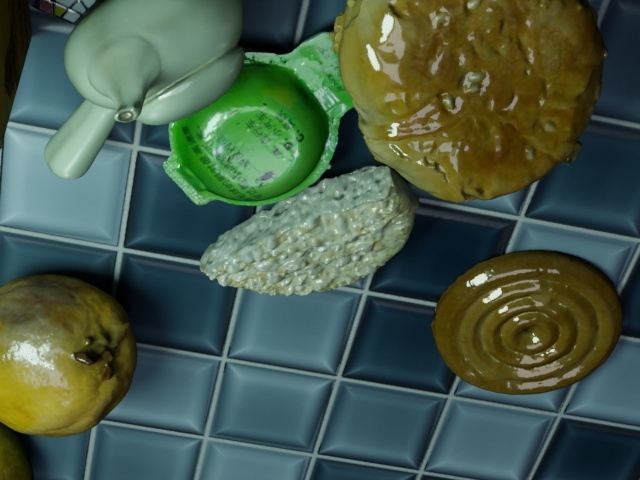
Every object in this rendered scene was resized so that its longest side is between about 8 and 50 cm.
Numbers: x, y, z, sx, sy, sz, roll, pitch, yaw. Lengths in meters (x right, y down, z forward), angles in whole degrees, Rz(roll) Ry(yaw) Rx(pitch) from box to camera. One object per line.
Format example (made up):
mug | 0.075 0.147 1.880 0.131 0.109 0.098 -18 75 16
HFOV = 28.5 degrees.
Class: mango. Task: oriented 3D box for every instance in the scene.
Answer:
mango | -0.493 0.336 1.859 0.133 0.111 0.268 11 131 13

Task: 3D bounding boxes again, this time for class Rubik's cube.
Rubik's cube | -0.270 -0.287 1.375 0.111 0.093 0.111 2 129 2

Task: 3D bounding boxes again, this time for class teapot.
teapot | -0.197 -0.192 1.402 0.149 0.220 0.318 59 154 -6

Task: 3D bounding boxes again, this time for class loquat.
loquat | -0.357 0.150 1.663 0.238 0.193 0.238 14 127 20

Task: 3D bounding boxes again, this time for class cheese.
cheese | -0.042 -0.153 1.482 0.320 0.083 0.204 -35 118 12

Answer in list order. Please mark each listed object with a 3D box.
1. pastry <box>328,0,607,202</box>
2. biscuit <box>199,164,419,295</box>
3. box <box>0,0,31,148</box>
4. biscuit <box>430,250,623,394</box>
pastry | 0.156 -0.199 1.375 0.284 0.184 0.316 -35 119 4
biscuit | 0.000 0.000 1.595 0.281 0.084 0.179 -21 144 20
box | -0.361 -0.221 1.314 0.076 0.274 0.174 0 129 -3
biscuit | 0.283 0.121 1.721 0.261 0.037 0.262 0 129 1
